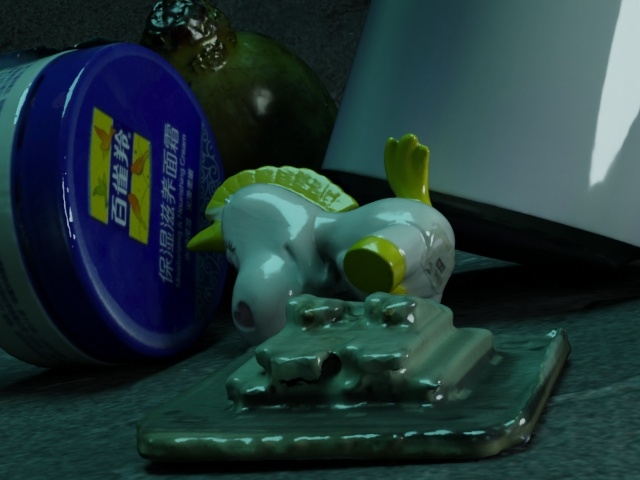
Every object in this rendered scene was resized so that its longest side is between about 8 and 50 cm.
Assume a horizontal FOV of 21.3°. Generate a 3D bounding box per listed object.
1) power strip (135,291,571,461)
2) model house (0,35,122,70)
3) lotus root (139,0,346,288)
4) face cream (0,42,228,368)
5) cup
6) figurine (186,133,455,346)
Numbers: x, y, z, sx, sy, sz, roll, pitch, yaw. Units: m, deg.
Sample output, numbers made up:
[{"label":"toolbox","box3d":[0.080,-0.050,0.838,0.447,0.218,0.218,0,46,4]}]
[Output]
[{"label":"power strip","box3d":[0.021,0.059,0.882,0.198,0.064,0.213,-3,7,15]},{"label":"model house","box3d":[-0.315,-0.042,1.458,0.237,0.215,0.303,-15,7,-41]},{"label":"lotus root","box3d":[-0.066,-0.064,1.283,0.173,0.173,0.309,-5,-29,15]},{"label":"face cream","box3d":[-0.153,-0.020,1.104,0.111,0.206,0.206,-9,6,24]},{"label":"cup","box3d":[0.163,-0.169,1.186,0.253,0.371,0.253,15,0,0]},{"label":"figurine","box3d":[-0.003,0.007,1.075,0.178,0.130,0.109,-7,-21,23]}]
